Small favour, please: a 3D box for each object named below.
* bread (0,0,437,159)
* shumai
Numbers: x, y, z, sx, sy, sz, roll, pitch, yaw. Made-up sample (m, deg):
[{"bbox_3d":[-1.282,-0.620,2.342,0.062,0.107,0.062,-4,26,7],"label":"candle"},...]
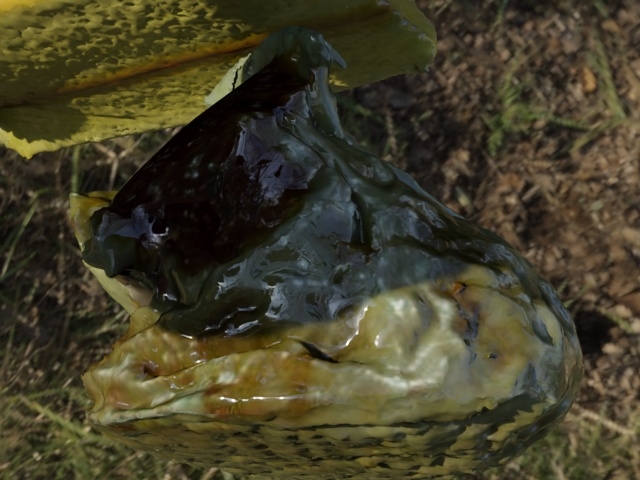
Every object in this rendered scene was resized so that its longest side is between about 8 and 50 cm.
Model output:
[{"bbox_3d":[-0.142,-0.138,0.838,0.233,0.361,0.245,29,25,-56],"label":"bread"},{"bbox_3d":[0.000,0.000,0.728,0.292,0.330,0.288,30,58,-48],"label":"shumai"}]
